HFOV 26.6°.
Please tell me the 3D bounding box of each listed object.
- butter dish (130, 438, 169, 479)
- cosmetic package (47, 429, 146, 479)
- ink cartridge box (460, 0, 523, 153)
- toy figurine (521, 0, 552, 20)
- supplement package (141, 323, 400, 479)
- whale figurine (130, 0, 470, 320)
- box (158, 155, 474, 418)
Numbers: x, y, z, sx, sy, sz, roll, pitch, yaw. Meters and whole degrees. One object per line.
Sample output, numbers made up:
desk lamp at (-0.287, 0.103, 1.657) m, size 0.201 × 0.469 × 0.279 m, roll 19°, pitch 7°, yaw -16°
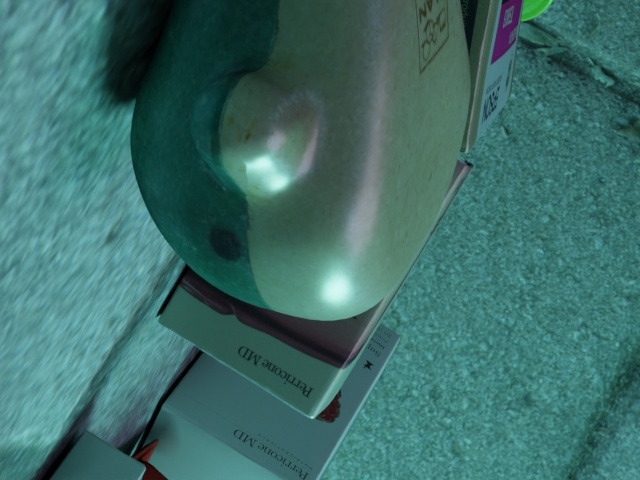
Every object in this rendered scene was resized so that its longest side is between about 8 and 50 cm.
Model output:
butter dish at (-0.173, 0.288, 1.283) m, size 0.160 × 0.118 × 0.160 m, roll -58°, pitch 176°, yaw 5°
cosmetic package at (-0.217, 0.259, 0.975) m, size 0.239 × 0.060 × 0.099 m, roll -56°, pitch 177°, yaw -32°
ink cartridge box at (0.097, -0.181, 0.969) m, size 0.235 × 0.088 × 0.193 m, roll -48°, pitch 147°, yaw -69°
toy figurine at (0.121, -0.236, 1.206) m, size 0.159 × 0.130 × 0.173 m, roll -44°, pitch 146°, yaw -36°
supplement package at (-0.062, 0.194, 1.487) m, size 0.175 × 0.177 × 0.293 m, roll -62°, pitch 175°, yaw 37°
whale figurine at (-0.016, -0.097, 0.597) m, size 0.216 × 0.141 × 0.272 m, roll -54°, pitch 149°, yaw -48°
box at (0.000, 0.000, 1.077) m, size 0.232 × 0.148 × 0.127 m, roll -60°, pitch 175°, yaw 7°
